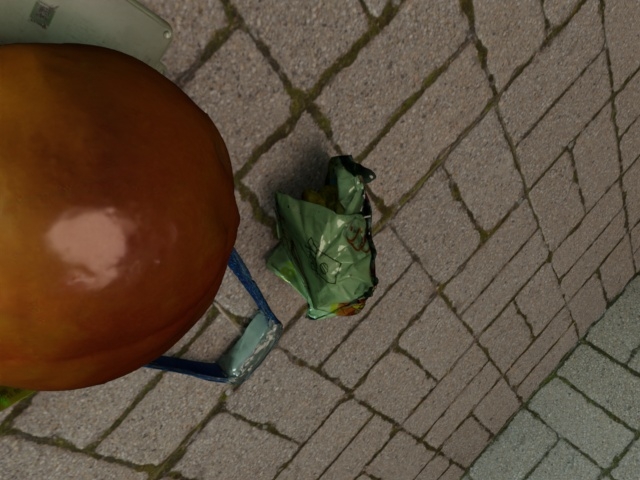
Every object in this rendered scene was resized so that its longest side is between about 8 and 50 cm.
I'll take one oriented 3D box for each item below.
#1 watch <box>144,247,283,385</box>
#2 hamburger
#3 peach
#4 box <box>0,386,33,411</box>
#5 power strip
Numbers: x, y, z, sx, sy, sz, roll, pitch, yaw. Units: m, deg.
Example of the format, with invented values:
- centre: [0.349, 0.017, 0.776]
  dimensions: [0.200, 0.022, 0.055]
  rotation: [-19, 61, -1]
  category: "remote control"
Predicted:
- centre: [-0.168, 0.109, 0.907]
  dimensions: [0.275, 0.068, 0.276]
  rotation: [29, 98, -42]
  category: "watch"
- centre: [-0.006, -0.005, 0.868]
  dimensions: [0.151, 0.260, 0.275]
  rotation: [-2, 86, -12]
  category: "hamburger"
- centre: [-0.236, -0.024, 0.556]
  dimensions: [0.302, 0.342, 0.342]
  rotation: [6, 116, -17]
  category: "peach"
- centre: [-0.436, 0.141, 0.723]
  dimensions: [0.121, 0.030, 0.193]
  rotation: [-32, 134, -20]
  category: "box"
- centre: [-0.284, -0.244, 0.576]
  dimensions: [0.270, 0.046, 0.118]
  rotation: [25, 103, -47]
  category: "power strip"
